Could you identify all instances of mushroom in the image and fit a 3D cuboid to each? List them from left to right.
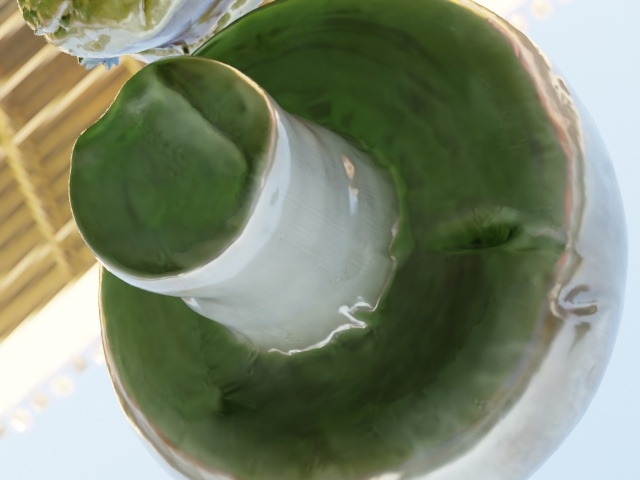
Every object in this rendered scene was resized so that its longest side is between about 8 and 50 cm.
[{"bbox_3d":[0.000,0.000,0.717,0.243,0.243,0.243,-28,-147,21],"label":"mushroom"}]

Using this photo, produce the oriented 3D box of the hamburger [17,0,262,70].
[{"bbox_3d":[-0.085,-0.218,1.060,0.309,0.132,0.211,-53,-146,25],"label":"hamburger"}]
